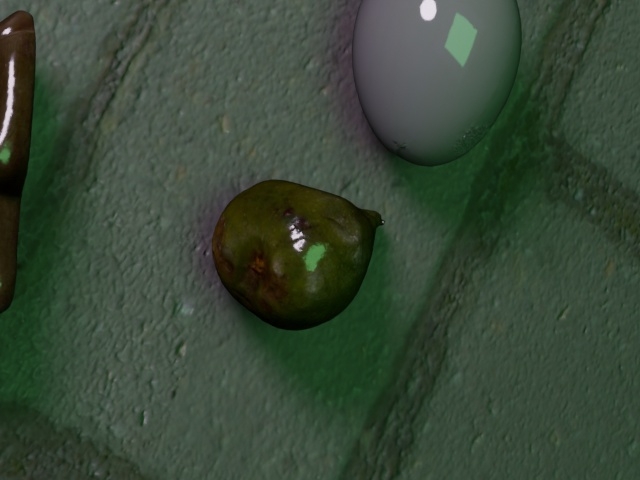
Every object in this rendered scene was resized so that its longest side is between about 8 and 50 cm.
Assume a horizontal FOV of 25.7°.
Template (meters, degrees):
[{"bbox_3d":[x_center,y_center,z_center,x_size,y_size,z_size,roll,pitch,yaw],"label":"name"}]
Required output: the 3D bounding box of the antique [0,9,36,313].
[{"bbox_3d":[-0.286,-0.045,1.006,0.143,0.121,0.256,4,91,-24],"label":"antique"}]

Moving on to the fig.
[{"bbox_3d":[-0.003,0.018,1.183,0.185,0.133,0.126,20,75,-52],"label":"fig"}]

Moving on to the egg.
[{"bbox_3d":[0.099,-0.164,1.216,0.146,0.146,0.198,8,96,-32],"label":"egg"}]
